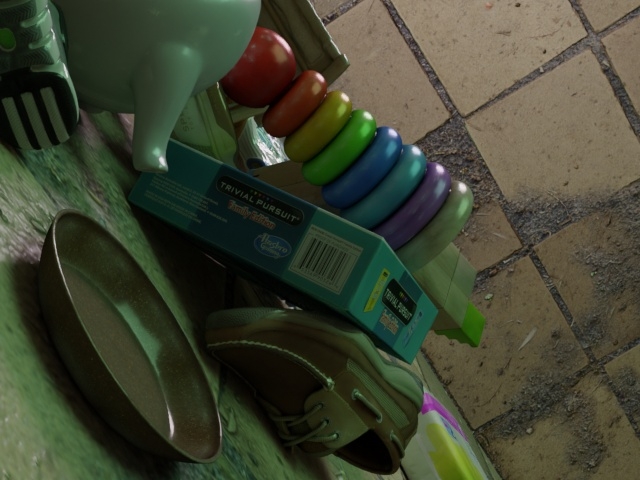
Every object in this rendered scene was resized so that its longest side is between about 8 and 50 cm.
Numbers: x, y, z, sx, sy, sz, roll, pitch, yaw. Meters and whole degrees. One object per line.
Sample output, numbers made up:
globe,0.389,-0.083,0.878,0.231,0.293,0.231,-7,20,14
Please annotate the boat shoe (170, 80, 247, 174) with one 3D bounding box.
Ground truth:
boat shoe,-0.143,-0.099,1.190,0.302,0.098,0.109,91,-21,-76

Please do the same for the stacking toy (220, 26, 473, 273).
stacking toy,0.019,-0.114,1.173,0.330,0.141,0.141,44,9,-13

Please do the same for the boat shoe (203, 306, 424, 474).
boat shoe,0.004,0.158,1.040,0.324,0.123,0.117,33,56,-43

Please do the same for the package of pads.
package of pads,0.216,0.401,1.738,0.229,0.101,0.297,50,11,-52

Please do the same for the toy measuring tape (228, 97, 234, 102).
toy measuring tape,-0.211,-0.252,1.185,0.330,0.121,0.121,32,13,-16

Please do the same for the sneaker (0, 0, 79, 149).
sneaker,-0.236,-0.191,0.761,0.132,0.086,0.229,-111,-166,-55

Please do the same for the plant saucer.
plant saucer,-0.134,0.071,0.702,0.199,0.036,0.198,59,5,-9

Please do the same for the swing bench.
swing bench,-0.137,-0.295,1.437,0.254,0.165,0.253,-17,74,-48

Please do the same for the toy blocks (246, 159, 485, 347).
toy blocks,0.026,0.014,1.427,0.381,0.260,0.191,45,51,-34

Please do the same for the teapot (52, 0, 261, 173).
teapot,-0.194,-0.211,0.999,0.252,0.187,0.256,30,25,0

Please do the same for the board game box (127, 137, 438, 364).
board game box,-0.023,0.021,1.121,0.253,0.079,0.336,26,-7,20

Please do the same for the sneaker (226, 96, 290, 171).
sneaker,-0.115,-0.147,1.618,0.131,0.111,0.297,6,61,-65
